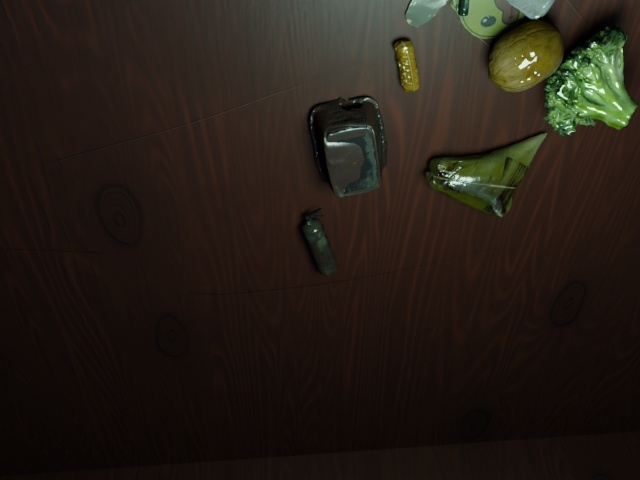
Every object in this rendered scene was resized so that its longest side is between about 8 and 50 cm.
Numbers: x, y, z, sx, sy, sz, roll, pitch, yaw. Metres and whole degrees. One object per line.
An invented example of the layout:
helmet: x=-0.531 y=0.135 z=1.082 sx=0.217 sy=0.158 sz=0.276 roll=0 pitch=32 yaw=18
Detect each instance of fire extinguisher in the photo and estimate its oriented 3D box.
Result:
fire extinguisher: x=0.000 y=0.000 z=2.184 sx=0.089 sy=0.072 sz=0.268 roll=-10 pitch=133 yaw=12
fire extinguisher: x=0.361 y=-0.611 z=1.681 sx=0.038 sy=0.025 sz=0.083 roll=0 pitch=133 yaw=4

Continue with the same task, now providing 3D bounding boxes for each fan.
fan: x=0.496 y=-0.631 z=1.697 sx=0.334 sy=0.011 sz=0.230 roll=-9 pitch=133 yaw=2

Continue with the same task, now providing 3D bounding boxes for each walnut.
walnut: x=0.534 y=-0.480 z=1.742 sx=0.207 sy=0.167 sz=0.167 roll=-32 pitch=128 yaw=23

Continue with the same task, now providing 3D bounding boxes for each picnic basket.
picnic basket: x=0.091 y=-0.254 z=1.923 sx=0.222 sy=0.129 sz=0.297 roll=-11 pitch=134 yaw=2

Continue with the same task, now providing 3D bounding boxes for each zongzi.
zongzi: x=0.493 y=-0.245 z=1.992 sx=0.273 sy=0.145 sz=0.300 roll=23 pitch=110 yaw=-18

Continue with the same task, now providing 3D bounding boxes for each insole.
insole: x=0.305 y=-0.639 z=1.668 sx=0.081 sy=0.011 sz=0.248 roll=30 pitch=124 yaw=-26

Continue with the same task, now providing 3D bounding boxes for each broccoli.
broccoli: x=0.737 y=-0.403 z=1.769 sx=0.248 sy=0.245 sz=0.288 roll=-46 pitch=167 yaw=-11

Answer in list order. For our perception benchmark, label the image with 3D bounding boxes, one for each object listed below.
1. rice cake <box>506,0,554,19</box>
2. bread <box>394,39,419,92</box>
rice cake: x=0.424 y=-0.648 z=1.622 sx=0.364 sy=0.056 sz=0.073 roll=20 pitch=135 yaw=-24
bread: x=0.234 y=-0.470 z=1.796 sx=0.052 sy=0.044 sz=0.157 roll=-12 pitch=132 yaw=9
